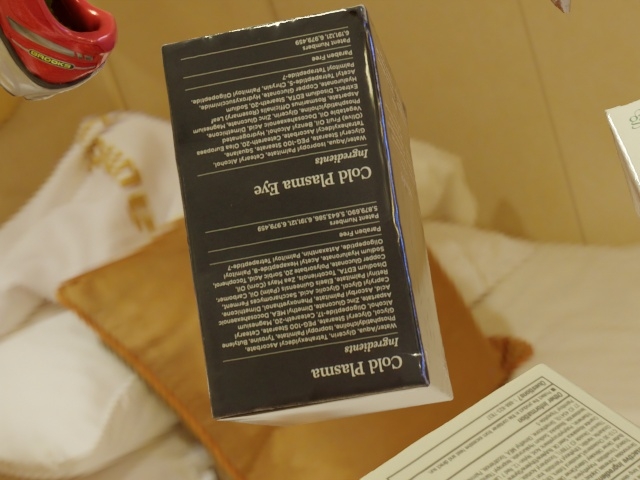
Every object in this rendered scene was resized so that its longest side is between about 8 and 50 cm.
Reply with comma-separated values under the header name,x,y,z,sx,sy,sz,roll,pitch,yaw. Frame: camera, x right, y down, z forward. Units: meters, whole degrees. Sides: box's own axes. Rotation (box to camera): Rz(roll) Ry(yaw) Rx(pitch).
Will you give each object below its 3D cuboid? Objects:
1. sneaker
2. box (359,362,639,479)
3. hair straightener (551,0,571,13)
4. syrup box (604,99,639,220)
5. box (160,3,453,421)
name,x,y,z,sx,sy,sz,roll,pitch,yaw
sneaker,-0.263,-0.247,1.121,0.118,0.279,0.107,-26,26,26
box,0.140,0.191,0.678,0.148,0.127,0.232,-26,46,-36
hair straightener,0.220,-0.256,1.150,0.089,0.047,0.230,-35,-16,6
syrup box,0.264,0.004,0.888,0.093,0.096,0.237,-20,43,9
box,0.000,0.000,1.256,0.179,0.312,0.343,-11,-10,7
